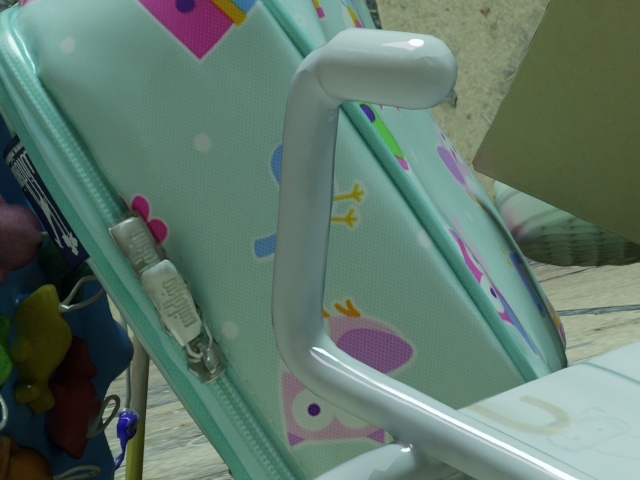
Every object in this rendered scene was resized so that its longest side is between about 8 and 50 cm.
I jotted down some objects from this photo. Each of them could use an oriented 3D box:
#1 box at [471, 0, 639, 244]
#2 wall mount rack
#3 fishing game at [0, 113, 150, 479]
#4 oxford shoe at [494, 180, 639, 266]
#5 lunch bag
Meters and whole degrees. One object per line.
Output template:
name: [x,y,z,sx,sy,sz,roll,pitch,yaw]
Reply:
box: [0.168,-0.042,0.626,0.201,0.164,0.021,25,42,2]
wall mount rack: [0.167,0.017,0.442,0.304,0.130,0.350,22,26,39]
fishing game: [-0.093,0.039,0.660,0.041,0.189,0.264,0,-15,13]
oxford shoe: [0.239,-0.073,0.909,0.449,0.130,0.169,-13,0,-40]
lunch bag: [0.000,0.000,0.666,0.108,0.224,0.279,-31,-1,9]
